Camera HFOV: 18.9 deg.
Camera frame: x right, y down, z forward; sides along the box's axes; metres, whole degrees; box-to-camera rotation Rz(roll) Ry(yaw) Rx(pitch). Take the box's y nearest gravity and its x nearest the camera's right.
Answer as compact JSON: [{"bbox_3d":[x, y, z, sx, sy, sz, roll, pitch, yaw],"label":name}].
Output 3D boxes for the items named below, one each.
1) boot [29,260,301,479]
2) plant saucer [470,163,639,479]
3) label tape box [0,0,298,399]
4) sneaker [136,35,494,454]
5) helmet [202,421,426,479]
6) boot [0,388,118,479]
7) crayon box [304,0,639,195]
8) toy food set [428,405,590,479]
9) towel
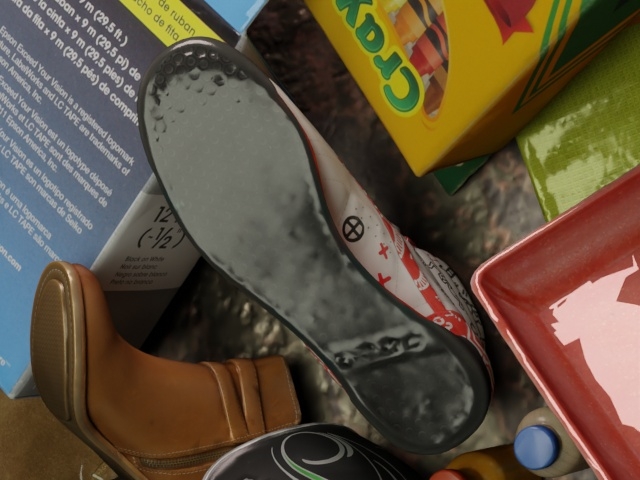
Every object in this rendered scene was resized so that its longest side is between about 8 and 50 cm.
[{"bbox_3d":[-0.087,0.089,1.150,0.073,0.152,0.197,25,127,58],"label":"boot"},{"bbox_3d":[0.243,0.043,0.969,0.259,0.047,0.258,-33,47,2],"label":"plant saucer"},{"bbox_3d":[-0.148,-0.111,1.199,0.249,0.115,0.347,45,110,25],"label":"label tape box"},{"bbox_3d":[-0.001,0.001,1.101,0.090,0.145,0.270,-40,90,8],"label":"sneaker"},{"bbox_3d":[0.006,0.202,1.099,0.169,0.169,0.161,-49,51,18],"label":"helmet"},{"bbox_3d":[-0.141,0.181,1.208,0.305,0.115,0.112,45,111,22],"label":"boot"},{"bbox_3d":[0.083,-0.177,1.049,0.202,0.081,0.318,57,137,15],"label":"crayon box"},{"bbox_3d":[0.182,0.146,1.046,0.232,0.104,0.111,25,100,25],"label":"toy food set"},{"bbox_3d":[0.155,-0.082,1.111,0.102,0.021,0.237,-23,79,26],"label":"towel"}]
